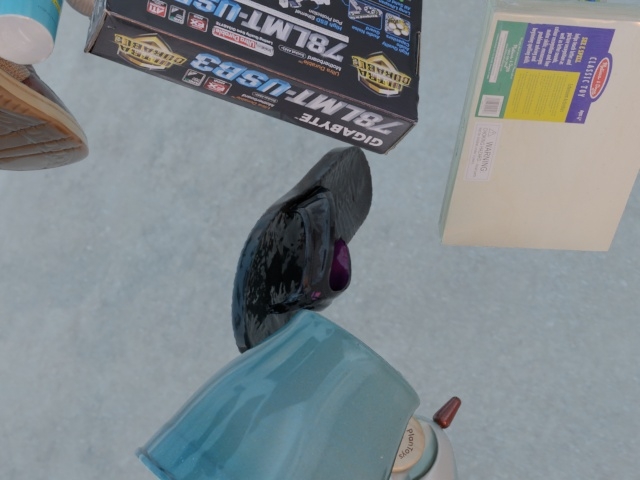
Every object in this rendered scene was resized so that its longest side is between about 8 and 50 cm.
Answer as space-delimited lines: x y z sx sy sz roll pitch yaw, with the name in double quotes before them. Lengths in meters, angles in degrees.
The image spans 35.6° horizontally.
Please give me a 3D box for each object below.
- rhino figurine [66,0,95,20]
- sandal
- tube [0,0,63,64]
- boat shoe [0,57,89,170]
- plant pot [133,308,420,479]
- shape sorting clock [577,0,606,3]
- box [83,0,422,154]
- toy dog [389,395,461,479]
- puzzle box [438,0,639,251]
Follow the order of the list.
"rhino figurine" -0.355 -0.370 1.387 0.073 0.243 0.106 -61 31 -1
"sandal" 0.000 -0.003 1.441 0.107 0.167 0.445 0 36 28
"tube" -0.226 -0.234 0.802 0.052 0.080 0.207 -9 55 13
"boat shoe" -0.300 -0.156 0.844 0.123 0.342 0.123 -9 73 15
"plant pot" -0.030 0.228 1.154 0.255 0.271 0.272 -52 36 -13
"shape sorting clock" 0.402 -0.332 1.521 0.040 0.206 0.206 13 77 19
"box" -0.044 -0.254 0.924 0.073 0.296 0.293 137 144 -55
"toy dog" 0.189 0.348 1.350 0.161 0.333 0.220 -33 6 -11
"puzzle box" 0.337 -0.154 1.435 0.052 0.272 0.408 -92 7 -48
